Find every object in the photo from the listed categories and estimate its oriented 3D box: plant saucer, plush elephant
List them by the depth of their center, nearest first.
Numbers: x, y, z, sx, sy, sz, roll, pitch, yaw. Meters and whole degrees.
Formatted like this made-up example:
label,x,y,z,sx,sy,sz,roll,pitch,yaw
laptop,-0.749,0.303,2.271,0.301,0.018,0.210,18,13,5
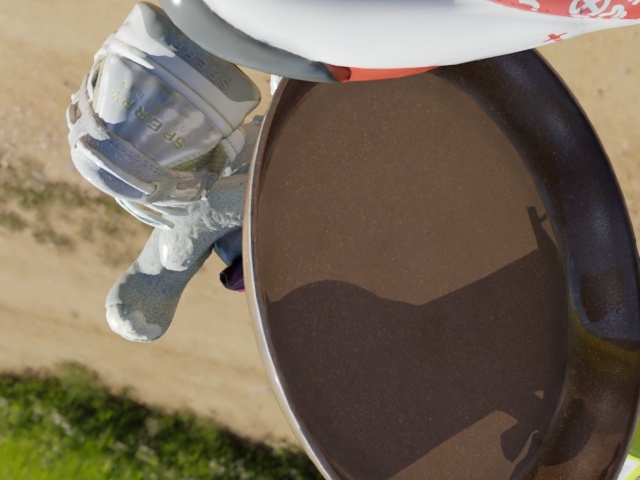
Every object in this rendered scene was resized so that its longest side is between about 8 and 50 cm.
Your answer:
label,x,y,z,sx,sy,sz,roll,pitch,yaw
plant saucer,0.069,0.020,0.687,0.050,0.310,0.310,-17,128,45
plush elephant,0.000,0.000,1.243,0.272,0.330,0.255,5,-156,-48

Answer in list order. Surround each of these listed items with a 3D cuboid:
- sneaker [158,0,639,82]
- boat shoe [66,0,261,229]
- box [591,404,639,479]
label,x,y,z,sx,sy,sz,roll,pitch,yaw
sneaker,0.096,-0.106,0.334,0.270,0.090,0.145,-5,173,-23
boat shoe,-0.113,-0.064,0.808,0.118,0.103,0.320,38,172,-9
box,0.170,0.110,0.848,0.042,0.178,0.109,24,125,-10
